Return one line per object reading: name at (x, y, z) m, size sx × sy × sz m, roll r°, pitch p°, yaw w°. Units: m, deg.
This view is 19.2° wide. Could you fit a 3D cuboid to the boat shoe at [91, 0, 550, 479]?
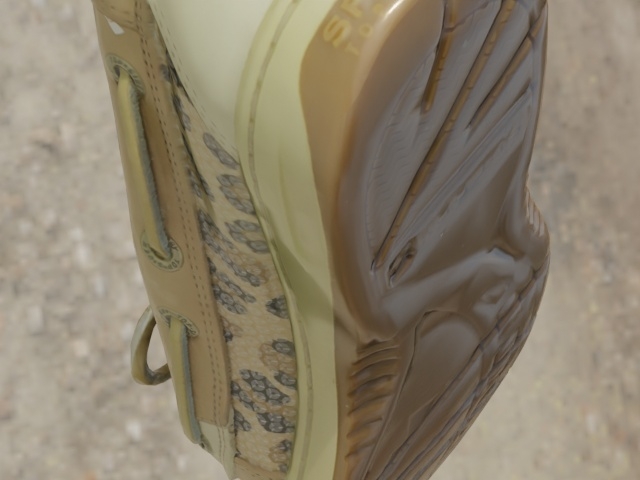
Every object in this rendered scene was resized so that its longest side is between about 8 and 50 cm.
boat shoe at (0.000, 0.000, 0.503) m, size 0.104 × 0.089 × 0.285 m, roll -47°, pitch 158°, yaw -26°
